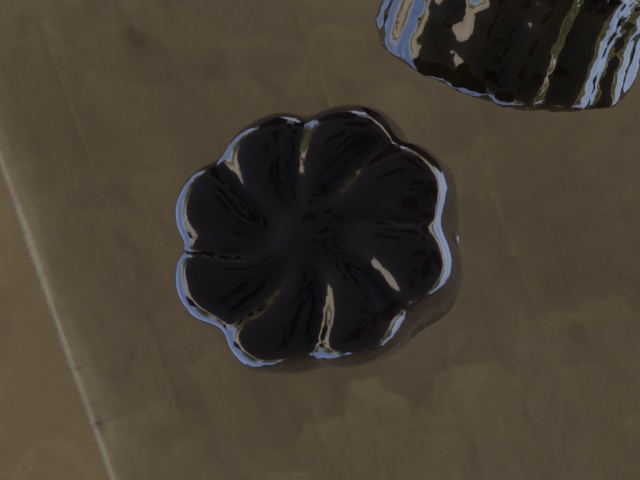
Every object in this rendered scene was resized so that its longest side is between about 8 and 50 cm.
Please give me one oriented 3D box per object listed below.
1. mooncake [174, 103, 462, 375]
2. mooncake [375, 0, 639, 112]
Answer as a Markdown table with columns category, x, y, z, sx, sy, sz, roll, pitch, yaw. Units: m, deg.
| category | x | y | z | sx | sy | sz | roll | pitch | yaw |
| --- | --- | --- | --- | --- | --- | --- | --- | --- | --- |
| mooncake | 0.000 | 0.000 | 0.918 | 0.306 | 0.154 | 0.306 | -1 | -98 | 10 |
| mooncake | 0.231 | -0.288 | 1.013 | 0.324 | 0.324 | 0.187 | 11 | -55 | -3 |
